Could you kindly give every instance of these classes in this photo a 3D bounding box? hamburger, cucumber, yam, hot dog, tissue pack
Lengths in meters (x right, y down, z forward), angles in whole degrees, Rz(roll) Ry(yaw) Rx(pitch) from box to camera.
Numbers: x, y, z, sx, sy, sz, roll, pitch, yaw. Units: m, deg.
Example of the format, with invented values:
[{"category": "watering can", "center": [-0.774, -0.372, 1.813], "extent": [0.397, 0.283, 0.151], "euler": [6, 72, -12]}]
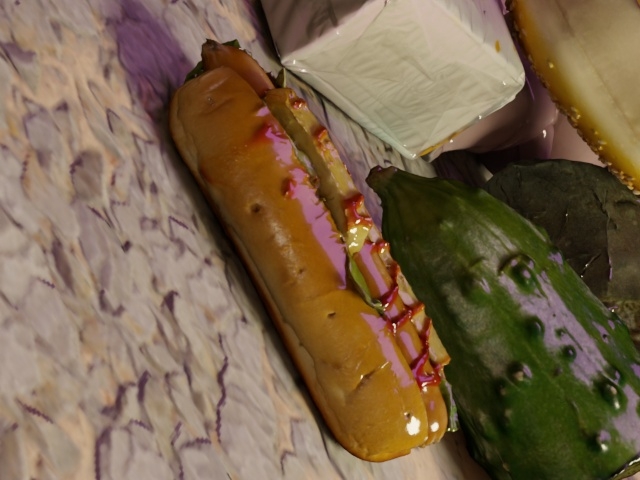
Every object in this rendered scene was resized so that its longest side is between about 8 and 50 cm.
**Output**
[{"category": "hamburger", "center": [0.221, -0.129, 1.113], "extent": [0.210, 0.116, 0.173], "euler": [55, 28, -14]}, {"category": "cucumber", "center": [0.109, 0.049, 0.941], "extent": [0.244, 0.134, 0.134], "euler": [53, 21, -1]}, {"category": "yam", "center": [0.220, 0.061, 1.152], "extent": [0.154, 0.154, 0.254], "euler": [33, 33, -53]}, {"category": "hot dog", "center": [0.000, 0.000, 0.799], "extent": [0.250, 0.076, 0.104], "euler": [64, 21, 2]}, {"category": "tissue pack", "center": [0.036, -0.204, 1.074], "extent": [0.185, 0.124, 0.225], "euler": [28, 37, -51]}]

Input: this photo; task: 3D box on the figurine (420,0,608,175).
[{"category": "figurine", "center": [0.181, -0.127, 1.253], "extent": [0.287, 0.186, 0.176], "euler": [16, 44, -51]}]
